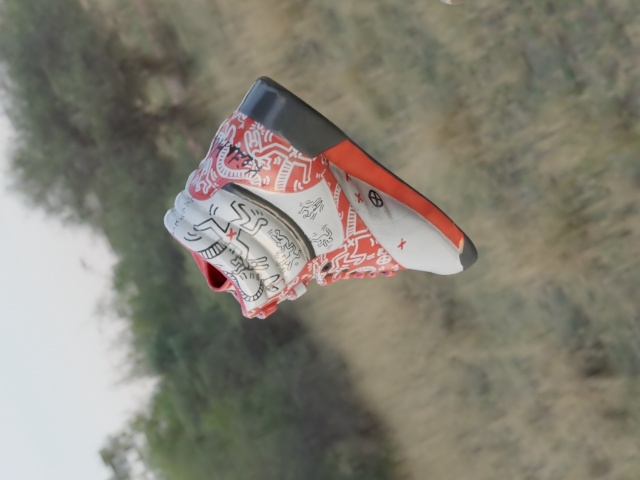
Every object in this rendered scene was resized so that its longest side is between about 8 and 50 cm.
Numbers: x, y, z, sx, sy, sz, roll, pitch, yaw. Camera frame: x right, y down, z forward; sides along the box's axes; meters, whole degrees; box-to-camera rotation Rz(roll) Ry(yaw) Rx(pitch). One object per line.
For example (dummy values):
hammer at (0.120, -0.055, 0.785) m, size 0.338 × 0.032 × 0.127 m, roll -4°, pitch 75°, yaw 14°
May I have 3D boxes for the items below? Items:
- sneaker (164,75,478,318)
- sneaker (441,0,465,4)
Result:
sneaker at (-0.001, -0.001, 1.143) m, size 0.090 × 0.145 × 0.270 m, roll 39°, pitch -177°, yaw 42°
sneaker at (0.160, -0.318, 1.642) m, size 0.066 × 0.188 × 0.071 m, roll 32°, pitch 133°, yaw 2°
